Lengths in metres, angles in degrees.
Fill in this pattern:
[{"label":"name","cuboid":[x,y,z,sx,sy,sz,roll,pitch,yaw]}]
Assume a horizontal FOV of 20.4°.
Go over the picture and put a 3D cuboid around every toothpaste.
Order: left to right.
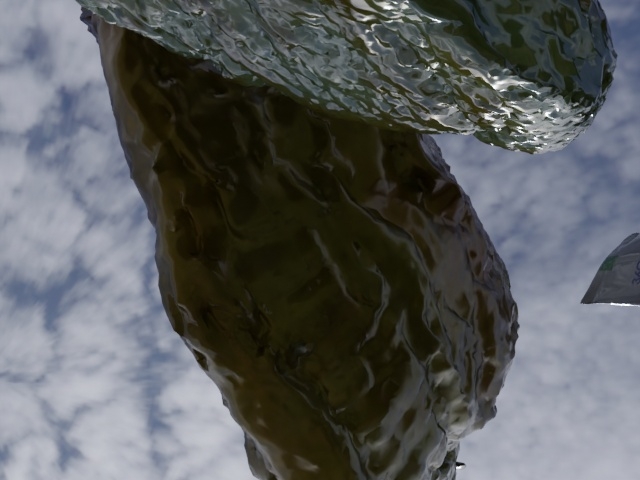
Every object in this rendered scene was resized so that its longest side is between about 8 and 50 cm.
[{"label":"toothpaste","cuboid":[0.318,0.020,1.325,0.048,0.301,0.075,20,-101,-35]}]

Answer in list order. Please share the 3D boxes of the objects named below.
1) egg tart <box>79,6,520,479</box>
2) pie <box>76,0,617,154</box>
[{"label":"egg tart","cuboid":[0.000,0.000,0.867,0.153,0.339,0.352,-27,-79,3]},{"label":"pie","cuboid":[-0.026,-0.111,0.602,0.274,0.257,0.105,30,-89,7]}]
